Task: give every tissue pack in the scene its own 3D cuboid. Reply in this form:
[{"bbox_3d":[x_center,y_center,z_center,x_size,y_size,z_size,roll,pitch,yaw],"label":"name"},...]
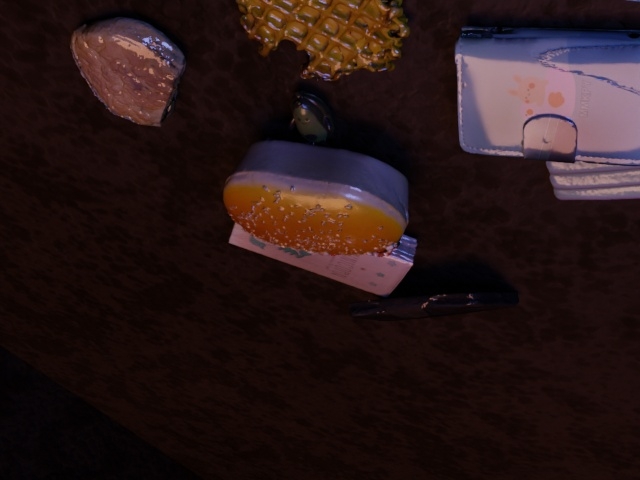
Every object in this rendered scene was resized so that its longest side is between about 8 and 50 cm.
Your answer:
[{"bbox_3d":[0.000,0.000,1.514,0.326,0.071,0.170,20,149,-3],"label":"tissue pack"}]

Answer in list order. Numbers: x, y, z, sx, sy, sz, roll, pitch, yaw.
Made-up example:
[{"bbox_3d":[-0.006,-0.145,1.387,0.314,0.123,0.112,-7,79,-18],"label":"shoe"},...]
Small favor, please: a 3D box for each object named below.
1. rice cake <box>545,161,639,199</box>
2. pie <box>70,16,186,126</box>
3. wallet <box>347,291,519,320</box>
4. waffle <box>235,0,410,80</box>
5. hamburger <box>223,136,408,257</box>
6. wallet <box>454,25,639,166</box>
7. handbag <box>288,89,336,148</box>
[{"bbox_3d":[0.411,-0.116,1.135,0.198,0.037,0.189,2,145,26],"label":"rice cake"},{"bbox_3d":[-0.302,-0.265,1.278,0.185,0.052,0.218,24,151,-12],"label":"pie"},{"bbox_3d":[0.208,0.127,1.576,0.310,0.042,0.165,-10,170,41],"label":"wallet"},{"bbox_3d":[-0.003,-0.296,1.068,0.232,0.051,0.228,2,143,25],"label":"waffle"},{"bbox_3d":[-0.005,-0.060,1.303,0.295,0.151,0.227,13,168,18],"label":"hamburger"},{"bbox_3d":[0.298,-0.182,1.031,0.251,0.075,0.176,7,129,20],"label":"wallet"},{"bbox_3d":[-0.016,-0.187,1.248,0.072,0.047,0.111,6,150,23],"label":"handbag"}]
